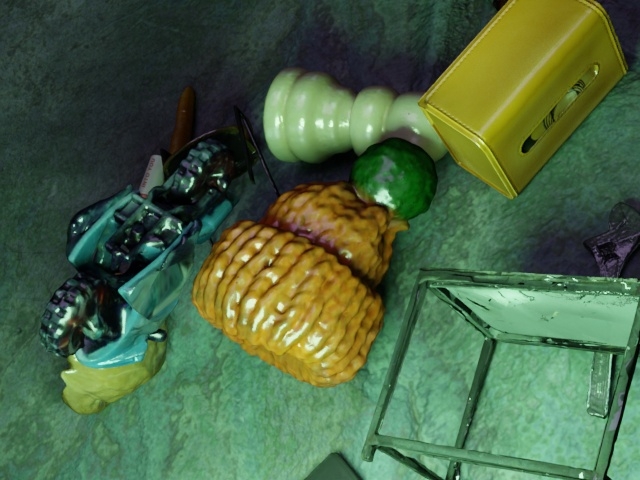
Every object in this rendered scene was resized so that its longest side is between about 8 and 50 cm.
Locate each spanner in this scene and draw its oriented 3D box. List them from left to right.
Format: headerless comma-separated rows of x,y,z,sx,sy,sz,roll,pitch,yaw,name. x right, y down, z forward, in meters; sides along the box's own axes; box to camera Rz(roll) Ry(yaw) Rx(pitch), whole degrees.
0.405,0.093,1.682,0.093,0.026,0.326,-1,65,28,spanner

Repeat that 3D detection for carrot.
-0.254,-0.181,2.196,0.043,0.043,0.248,-11,56,23,carrot

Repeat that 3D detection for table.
0.278,0.208,1.533,0.335,0.222,0.272,2,65,40,table

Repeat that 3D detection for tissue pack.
0.312,-0.227,1.813,0.274,0.194,0.145,-48,56,-2,tissue pack

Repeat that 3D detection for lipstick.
-0.310,-0.089,2.172,0.038,0.038,0.131,3,65,30,lipstick

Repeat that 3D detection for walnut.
-0.327,0.170,1.944,0.141,0.204,0.238,10,73,9,walnut

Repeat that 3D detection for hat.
0.000,0.000,1.784,0.285,0.285,0.400,23,84,36,hat

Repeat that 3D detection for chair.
-0.177,-0.125,2.052,0.158,0.172,0.247,-29,60,13,chair

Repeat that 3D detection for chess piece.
0.072,-0.188,1.953,0.299,0.167,0.167,11,69,26,chess piece

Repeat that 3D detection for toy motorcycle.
-0.264,0.034,1.797,0.172,0.232,0.416,28,61,19,toy motorcycle

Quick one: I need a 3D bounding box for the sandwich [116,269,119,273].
-0.397,0.081,2.134,0.069,0.026,0.101,26,75,41,sandwich

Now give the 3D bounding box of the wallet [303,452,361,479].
0.047,0.418,1.692,0.124,0.025,0.244,-45,50,-1,wallet

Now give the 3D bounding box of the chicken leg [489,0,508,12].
0.304,-0.361,1.982,0.106,0.051,0.253,-23,51,23,chicken leg
